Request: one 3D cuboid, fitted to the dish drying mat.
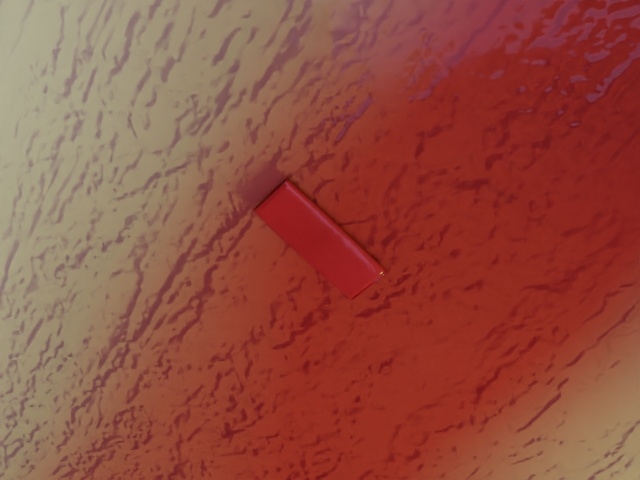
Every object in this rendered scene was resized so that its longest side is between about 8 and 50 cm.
[{"bbox_3d":[0.000,0.000,0.493,0.083,0.008,0.032,43,120,-13],"label":"dish drying mat"}]
